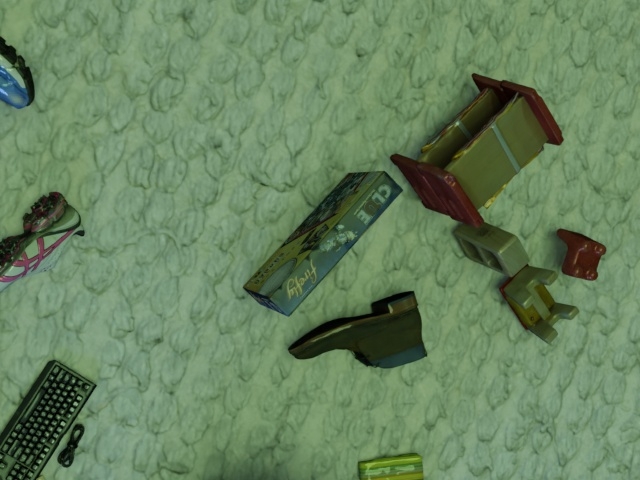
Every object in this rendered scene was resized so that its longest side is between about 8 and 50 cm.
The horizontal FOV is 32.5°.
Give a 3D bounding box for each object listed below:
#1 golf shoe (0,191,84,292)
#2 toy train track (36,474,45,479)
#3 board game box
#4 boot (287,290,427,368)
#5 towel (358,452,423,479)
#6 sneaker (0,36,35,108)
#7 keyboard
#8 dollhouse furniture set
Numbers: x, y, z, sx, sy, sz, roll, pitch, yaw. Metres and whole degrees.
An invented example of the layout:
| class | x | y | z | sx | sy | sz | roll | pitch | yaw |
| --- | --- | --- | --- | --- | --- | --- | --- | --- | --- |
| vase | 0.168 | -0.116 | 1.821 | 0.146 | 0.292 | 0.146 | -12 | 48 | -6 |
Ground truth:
| class | x | y | z | sx | sy | sz | roll | pitch | yaw |
| --- | --- | --- | --- | --- | --- | --- | --- | --- | --- |
| golf shoe | -0.401 | 0.023 | 1.517 | 0.186 | 0.067 | 0.086 | -48 | 128 | -18 |
| toy train track | -0.431 | 0.357 | 1.560 | 0.083 | 0.014 | 0.048 | -26 | 100 | -15 |
| board game box | 0.000 | 0.000 | 1.596 | 0.042 | 0.165 | 0.243 | 45 | 81 | -14 |
| boot | 0.064 | 0.162 | 1.667 | 0.219 | 0.082 | 0.106 | -21 | 96 | -17 |
| towel | 0.115 | 0.456 | 1.729 | 0.102 | 0.021 | 0.237 | -4 | 95 | -11 |
| sneaker | -0.541 | -0.246 | 1.457 | 0.330 | 0.130 | 0.147 | 23 | 100 | -13 |
| keyboard | -0.386 | 0.271 | 1.559 | 0.108 | 0.023 | 0.180 | 35 | 79 | -16 |
| dollhouse furniture set | 0.300 | -0.049 | 1.717 | 0.201 | 0.152 | 0.374 | -43 | 121 | -11 |
